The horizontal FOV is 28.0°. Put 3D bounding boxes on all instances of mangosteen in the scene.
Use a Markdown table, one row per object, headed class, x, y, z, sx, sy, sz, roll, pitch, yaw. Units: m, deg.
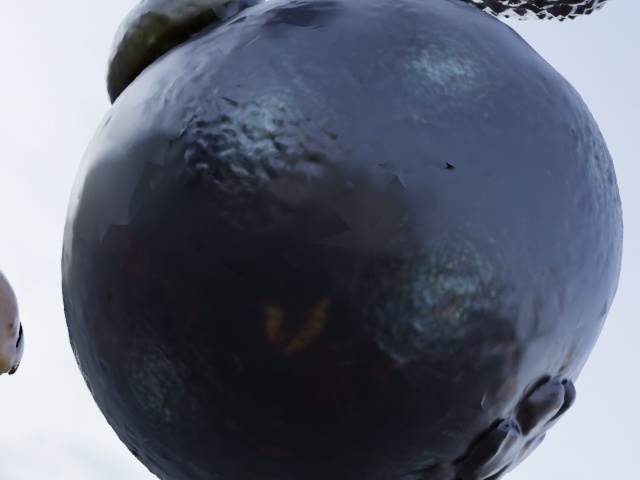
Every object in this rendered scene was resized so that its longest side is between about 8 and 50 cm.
| class | x | y | z | sx | sy | sz | roll | pitch | yaw |
| --- | --- | --- | --- | --- | --- | --- | --- | --- | --- |
| mangosteen | 0.000 | 0.000 | 0.621 | 0.288 | 0.288 | 0.288 | 23 | -26 | 12 |

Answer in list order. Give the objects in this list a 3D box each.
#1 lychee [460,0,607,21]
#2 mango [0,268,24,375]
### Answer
| class | x | y | z | sx | sy | sz | roll | pitch | yaw |
| --- | --- | --- | --- | --- | --- | --- | --- | --- | --- |
| lychee | 0.179 | -0.321 | 1.169 | 0.260 | 0.260 | 0.260 | 23 | -26 | 12 |
| mango | -0.404 | 0.031 | 1.238 | 0.287 | 0.152 | 0.201 | 51 | -3 | -1 |
